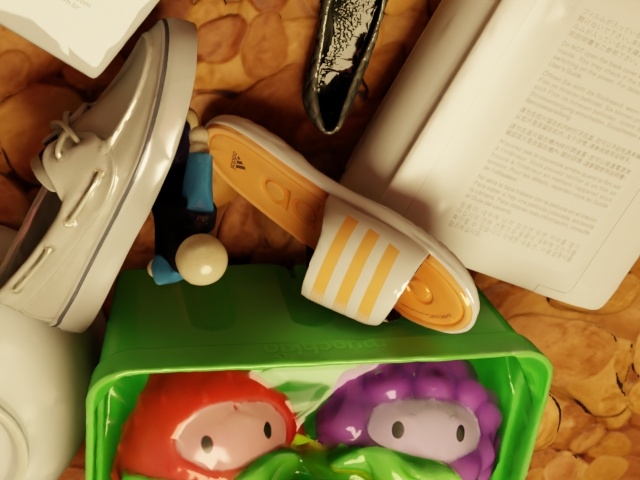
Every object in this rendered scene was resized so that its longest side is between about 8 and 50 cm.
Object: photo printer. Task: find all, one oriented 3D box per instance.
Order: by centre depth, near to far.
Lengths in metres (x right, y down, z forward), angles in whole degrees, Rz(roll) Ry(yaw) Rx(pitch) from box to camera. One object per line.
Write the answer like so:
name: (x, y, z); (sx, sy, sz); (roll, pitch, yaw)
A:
photo printer: (0.191, -0.113, 1.445); (0.256, 0.107, 0.307); (18, 117, -24)

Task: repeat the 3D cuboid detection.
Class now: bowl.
bowl: (-0.309, 0.138, 1.483); (0.298, 0.134, 0.298); (-7, 126, -10)

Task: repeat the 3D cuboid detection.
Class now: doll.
doll: (-0.103, -0.031, 1.380); (0.046, 0.189, 0.129); (10, 121, -20)

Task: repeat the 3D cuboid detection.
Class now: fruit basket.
fruit basket: (-0.004, 0.209, 1.458); (0.392, 0.392, 0.283); (-2, 132, -12)

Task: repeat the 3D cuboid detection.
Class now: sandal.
sandal: (-0.002, 0.006, 1.413); (0.076, 0.265, 0.102); (-46, 161, -31)

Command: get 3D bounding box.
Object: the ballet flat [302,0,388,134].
ballet flat: (0.024, -0.161, 1.408); (0.057, 0.049, 0.173); (2, 123, -16)

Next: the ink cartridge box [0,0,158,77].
ink cartridge box: (-0.189, -0.316, 1.240); (0.324, 0.071, 0.330); (31, 110, -30)

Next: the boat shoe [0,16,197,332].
boat shoe: (-0.173, -0.053, 1.378); (0.088, 0.096, 0.267); (17, 120, -21)
